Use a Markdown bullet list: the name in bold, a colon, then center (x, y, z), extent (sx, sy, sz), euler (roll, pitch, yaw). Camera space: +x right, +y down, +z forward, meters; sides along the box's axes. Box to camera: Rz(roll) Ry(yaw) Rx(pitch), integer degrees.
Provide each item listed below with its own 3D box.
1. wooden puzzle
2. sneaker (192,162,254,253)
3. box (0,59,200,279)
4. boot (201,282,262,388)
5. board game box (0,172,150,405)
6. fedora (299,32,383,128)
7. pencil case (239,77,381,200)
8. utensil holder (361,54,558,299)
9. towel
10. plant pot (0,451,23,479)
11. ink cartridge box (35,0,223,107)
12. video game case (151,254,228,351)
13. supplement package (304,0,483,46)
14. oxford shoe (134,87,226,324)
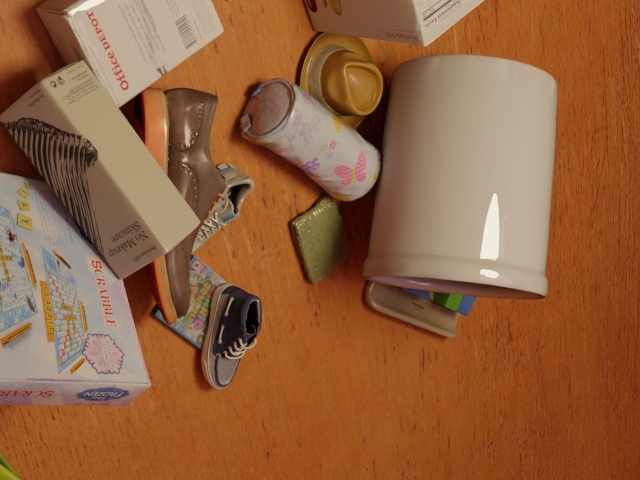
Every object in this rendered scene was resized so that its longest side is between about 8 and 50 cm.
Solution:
- **wooden puzzle**: center (0.265, 0.016, 2.006), extent (0.322, 0.080, 0.348), euler (23, 87, -46)
- **sneaker**: center (-0.177, -0.040, 1.554), extent (0.191, 0.083, 0.071), euler (-55, 136, -13)
- **box**: center (-0.295, -0.093, 1.308), extent (0.275, 0.113, 0.094), euler (54, 36, -9)
- **boot**: center (-0.147, 0.172, 1.631), extent (0.069, 0.086, 0.190), euler (-9, 111, -42)
- **board game box**: center (-0.396, 0.055, 1.237), extent (0.318, 0.319, 0.066), euler (11, 139, -45)
- **fedora**: center (0.051, -0.274, 1.696), extent (0.194, 0.079, 0.194), euler (-16, 114, -40)
- **pencil case**: center (-0.012, -0.164, 1.647), extent (0.124, 0.113, 0.273), euler (-45, 137, 14)
- **utensil holder**: center (0.257, -0.104, 1.739), extent (0.327, 0.327, 0.386), euler (12, 83, -46)
- **towel**: center (0.000, 0.000, 1.780), extent (0.110, 0.027, 0.148), euler (-38, 129, -28)
- **plant pot**: center (-0.549, 0.280, 1.208), extent (0.207, 0.227, 0.228), euler (-46, 132, -15)
- **ink cartridge box**: center (-0.265, -0.309, 1.367), extent (0.218, 0.092, 0.159), euler (-43, 130, -28)
- **video game case**: center (-0.198, 0.114, 1.635), extent (0.119, 0.015, 0.166), euler (-58, 135, -13)
- **supplement package**: center (0.120, -0.438, 1.574), extent (0.204, 0.261, 0.145), euler (-41, 128, -26)
- **oxford shoe**: center (-0.204, -0.048, 1.464), extent (0.132, 0.130, 0.364), euler (-5, 108, -19)
